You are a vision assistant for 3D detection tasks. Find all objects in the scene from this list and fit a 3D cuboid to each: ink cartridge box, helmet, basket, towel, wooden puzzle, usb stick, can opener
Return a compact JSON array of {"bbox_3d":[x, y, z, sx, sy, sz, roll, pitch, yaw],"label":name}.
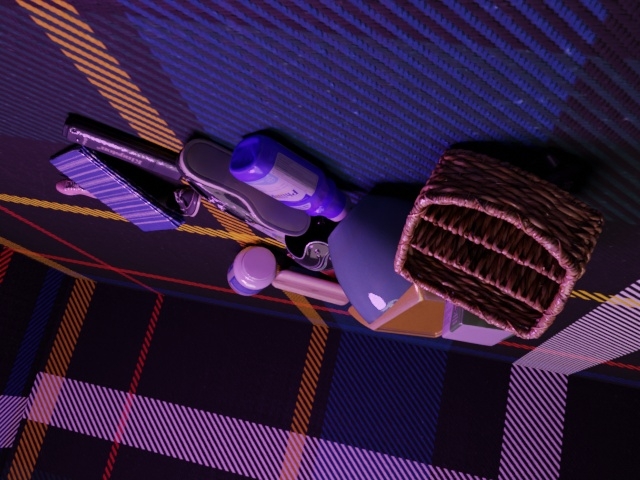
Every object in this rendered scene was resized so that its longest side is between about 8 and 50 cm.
[{"bbox_3d":[0.339,0.064,1.191,0.117,0.278,0.201,8,163,5],"label":"ink cartridge box"},{"bbox_3d":[0.000,0.000,1.443,0.169,0.169,0.161,20,146,-24],"label":"helmet"},{"bbox_3d":[0.298,0.006,0.987,0.299,0.223,0.213,29,170,16],"label":"basket"},{"bbox_3d":[-0.545,-0.133,1.534,0.243,0.040,0.336,-4,143,48],"label":"towel"},{"bbox_3d":[-0.012,0.159,2.094,0.322,0.080,0.348,16,169,-7],"label":"wooden puzzle"},{"bbox_3d":[-0.437,-0.206,1.290,0.278,0.045,0.077,20,163,-22],"label":"usb stick"},{"bbox_3d":[0.389,-0.104,1.010,0.059,0.073,0.186,-25,172,-11],"label":"can opener"}]

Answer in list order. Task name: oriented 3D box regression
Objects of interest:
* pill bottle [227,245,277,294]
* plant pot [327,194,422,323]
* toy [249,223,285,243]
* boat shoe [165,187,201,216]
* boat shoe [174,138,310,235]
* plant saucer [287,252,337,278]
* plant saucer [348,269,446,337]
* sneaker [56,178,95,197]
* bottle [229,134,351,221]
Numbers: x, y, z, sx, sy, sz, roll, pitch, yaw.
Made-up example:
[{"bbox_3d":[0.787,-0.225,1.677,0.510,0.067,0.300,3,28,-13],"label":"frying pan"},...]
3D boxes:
[{"bbox_3d":[-0.235,0.103,1.983,0.152,0.152,0.272,17,164,-13],"label":"pill bottle"},{"bbox_3d":[0.132,0.011,1.258,0.195,0.290,0.290,42,163,4],"label":"plant pot"},{"bbox_3d":[-0.101,-0.036,1.589,0.237,0.056,0.137,25,164,-21],"label":"toy"},{"bbox_3d":[-0.367,-0.105,1.525,0.065,0.075,0.206,17,168,-24],"label":"boat shoe"},{"bbox_3d":[-0.177,-0.107,1.282,0.340,0.127,0.113,25,161,-31],"label":"boat shoe"},{"bbox_3d":[0.071,0.065,1.810,0.259,0.048,0.258,-2,158,43],"label":"plant saucer"},{"bbox_3d":[0.298,0.187,1.583,0.332,0.081,0.333,11,148,-27],"label":"plant saucer"},{"bbox_3d":[-0.700,-0.160,1.641,0.134,0.051,0.070,10,162,-3],"label":"sneaker"},{"bbox_3d":[-0.051,-0.121,1.195,0.118,0.092,0.283,-3,158,46],"label":"bottle"}]
